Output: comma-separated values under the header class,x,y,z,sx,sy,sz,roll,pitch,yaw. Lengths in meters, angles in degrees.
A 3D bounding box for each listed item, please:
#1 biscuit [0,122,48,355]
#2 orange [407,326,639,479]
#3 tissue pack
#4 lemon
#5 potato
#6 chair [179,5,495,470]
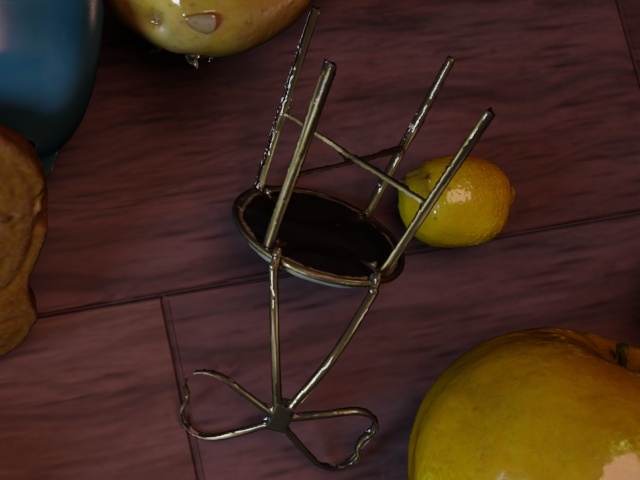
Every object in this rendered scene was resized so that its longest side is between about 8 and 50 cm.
class,x,y,z,sx,sy,sz,roll,pitch,yaw
biscuit,-0.322,0.006,0.835,0.273,0.257,0.049,-2,40,-19
orange,0.197,0.191,0.939,0.279,0.279,0.235,12,96,-15
tissue pack,-0.300,-0.141,0.890,0.287,0.198,0.206,-9,82,-20
lemon,0.120,-0.033,1.065,0.111,0.082,0.082,-1,77,-19
potato,-0.066,-0.248,1.008,0.173,0.140,0.300,18,45,18
chair,0.000,0.000,0.993,0.160,0.170,0.325,14,115,-15
